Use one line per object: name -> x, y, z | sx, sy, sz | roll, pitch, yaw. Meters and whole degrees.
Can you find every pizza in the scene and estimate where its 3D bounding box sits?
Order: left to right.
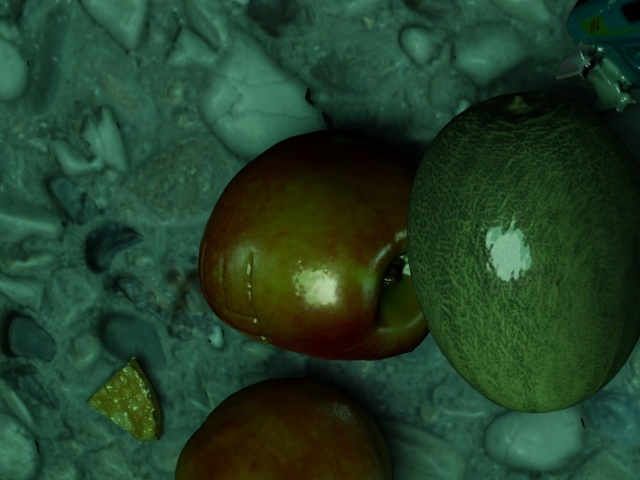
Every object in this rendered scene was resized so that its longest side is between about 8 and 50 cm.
pizza -> -0.247, 0.196, 2.333 | 0.109, 0.026, 0.123 | 1, 116, 29

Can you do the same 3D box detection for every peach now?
peach -> 0.000, 0.000, 2.005 | 0.275, 0.249, 0.245 | 14, 86, 37

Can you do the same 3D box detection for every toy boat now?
toy boat -> 0.356, -0.185, 1.735 | 0.134, 0.092, 0.299 | 37, 154, -26

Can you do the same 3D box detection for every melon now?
melon -> 0.210, 0.013, 1.852 | 0.249, 0.248, 0.329 | 0, 112, 26

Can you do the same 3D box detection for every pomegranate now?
pomegranate -> -0.033, 0.297, 2.129 | 0.270, 0.252, 0.229 | 45, 154, 25
